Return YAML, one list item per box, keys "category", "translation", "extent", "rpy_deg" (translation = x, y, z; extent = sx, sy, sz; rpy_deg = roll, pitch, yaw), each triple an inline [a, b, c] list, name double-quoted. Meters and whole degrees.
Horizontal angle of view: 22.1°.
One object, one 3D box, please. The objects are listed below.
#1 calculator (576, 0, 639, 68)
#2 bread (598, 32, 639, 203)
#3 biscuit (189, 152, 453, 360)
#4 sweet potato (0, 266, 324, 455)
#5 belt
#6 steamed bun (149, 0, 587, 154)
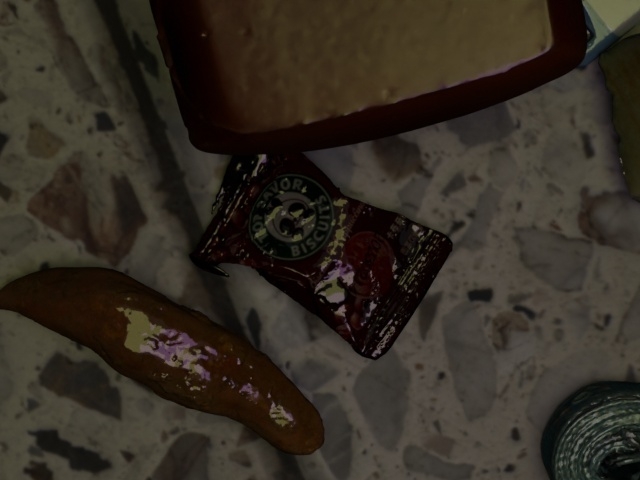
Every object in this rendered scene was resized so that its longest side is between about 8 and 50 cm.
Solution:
- category: "calculator"
  translation: [0.281, -0.263, 1.613]
  extent: [0.210, 0.039, 0.121]
  rpy_deg: [-38, 93, -1]
- category: "bread"
  translation: [0.360, -0.098, 1.581]
  extent: [0.232, 0.064, 0.172]
  rpy_deg: [42, 126, 26]
- category: "biscuit"
  translation: [-0.002, 0.006, 1.595]
  extent: [0.235, 0.063, 0.151]
  rpy_deg: [30, 79, 0]
- category: "sweet potato"
  translation: [-0.147, 0.102, 1.570]
  extent: [0.354, 0.095, 0.106]
  rpy_deg: [25, 132, -2]
- category: "belt"
  translation: [0.306, 0.210, 1.617]
  extent: [0.163, 0.082, 0.148]
  rpy_deg: [-31, 98, -1]
- category: "steamed bun"
  translation: [0.045, -0.212, 1.495]
  extent: [0.379, 0.248, 0.235]
  rpy_deg: [-14, 91, 8]
